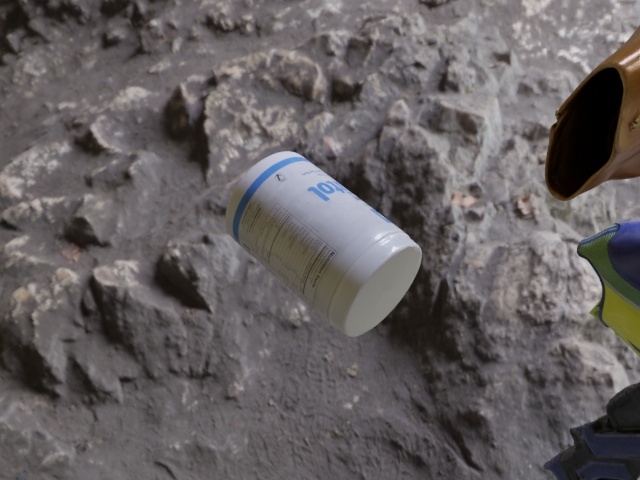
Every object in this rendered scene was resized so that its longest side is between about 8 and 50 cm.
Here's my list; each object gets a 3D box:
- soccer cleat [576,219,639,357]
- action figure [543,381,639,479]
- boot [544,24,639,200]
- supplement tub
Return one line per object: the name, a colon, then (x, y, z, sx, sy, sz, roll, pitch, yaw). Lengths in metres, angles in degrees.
soccer cleat: (0.391, 0.100, 0.828, 0.121, 0.289, 0.093, -11, 28, 37)
action figure: (0.271, 0.093, 0.340, 0.178, 0.341, 0.330, -20, 70, -22)
boot: (0.303, -0.168, 0.575, 0.211, 0.295, 0.104, -23, 51, -35)
supplement tub: (0.000, 0.000, 0.426, 0.107, 0.071, 0.071, 38, 66, 26)
